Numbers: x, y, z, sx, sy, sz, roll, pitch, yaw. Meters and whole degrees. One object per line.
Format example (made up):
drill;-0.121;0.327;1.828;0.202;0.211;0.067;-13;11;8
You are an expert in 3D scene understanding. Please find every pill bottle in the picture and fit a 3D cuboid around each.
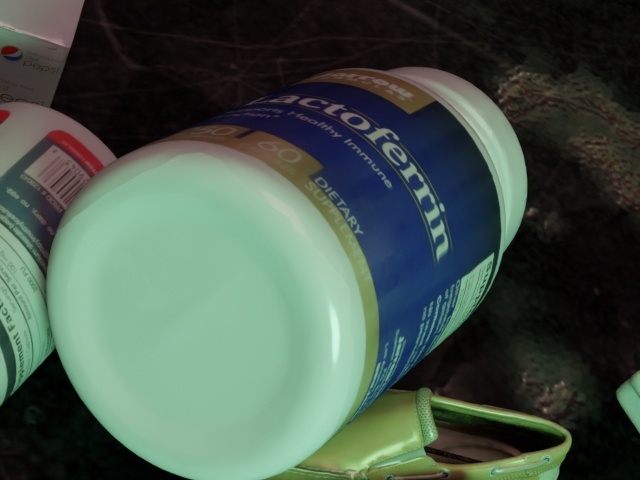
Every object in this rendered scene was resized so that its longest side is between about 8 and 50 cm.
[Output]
pill bottle;-0.172;0.025;0.739;0.108;0.108;0.180;37;48;4
pill bottle;0.000;0.000;0.777;0.153;0.153;0.265;42;30;9

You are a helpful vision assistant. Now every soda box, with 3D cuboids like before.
soda box;-0.161;-0.171;0.915;0.069;0.074;0.216;17;50;-12

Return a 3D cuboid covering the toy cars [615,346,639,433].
toy cars;0.211;0.170;0.831;0.176;0.087;0.393;30;44;-14

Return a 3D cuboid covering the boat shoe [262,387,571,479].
boat shoe;0.037;0.098;0.806;0.190;0.072;0.068;4;54;-22
